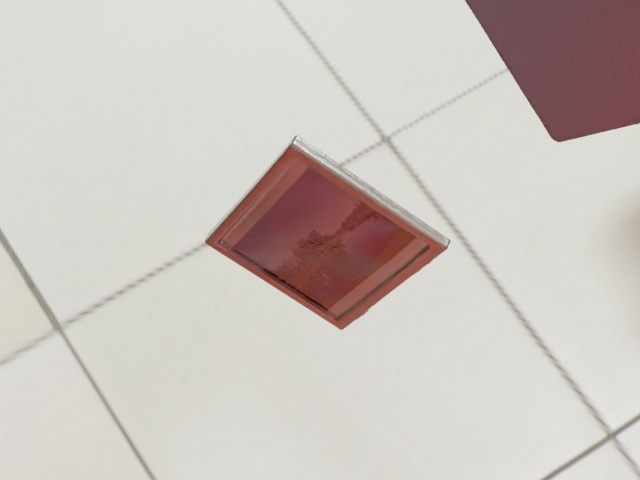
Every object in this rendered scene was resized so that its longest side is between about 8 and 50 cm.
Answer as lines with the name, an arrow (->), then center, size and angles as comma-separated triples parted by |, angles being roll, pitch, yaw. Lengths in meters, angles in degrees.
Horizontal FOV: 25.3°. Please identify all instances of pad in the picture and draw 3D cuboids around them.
pad -> 0.212, -0.160, 1.152 | 0.143, 0.211, 0.003 | -12, 47, 29

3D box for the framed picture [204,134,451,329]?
framed picture -> 0.000, 0.000, 0.863 | 0.109, 0.149, 0.011 | 32, 59, -9
